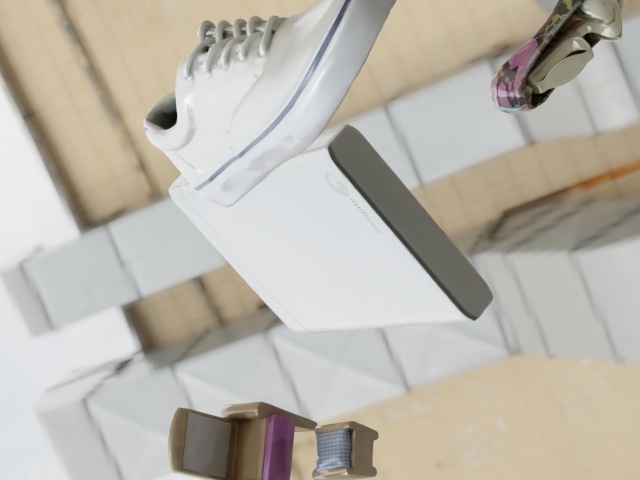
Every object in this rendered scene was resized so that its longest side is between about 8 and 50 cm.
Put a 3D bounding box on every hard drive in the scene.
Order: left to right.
[{"bbox_3d":[0.000,0.000,1.739,0.233,0.353,0.047,49,-116,-17],"label":"hard drive"}]

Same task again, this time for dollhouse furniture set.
[{"bbox_3d":[-0.012,0.241,1.217,0.198,0.303,0.286,20,-113,-41],"label":"dollhouse furniture set"}]

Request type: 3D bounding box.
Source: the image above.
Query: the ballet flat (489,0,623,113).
[{"bbox_3d":[0.270,-0.215,1.776,0.221,0.079,0.077,-49,-52,-13],"label":"ballet flat"}]

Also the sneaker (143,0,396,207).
[{"bbox_3d":[-0.042,-0.100,1.046,0.091,0.258,0.094,33,-126,-12],"label":"sneaker"}]
